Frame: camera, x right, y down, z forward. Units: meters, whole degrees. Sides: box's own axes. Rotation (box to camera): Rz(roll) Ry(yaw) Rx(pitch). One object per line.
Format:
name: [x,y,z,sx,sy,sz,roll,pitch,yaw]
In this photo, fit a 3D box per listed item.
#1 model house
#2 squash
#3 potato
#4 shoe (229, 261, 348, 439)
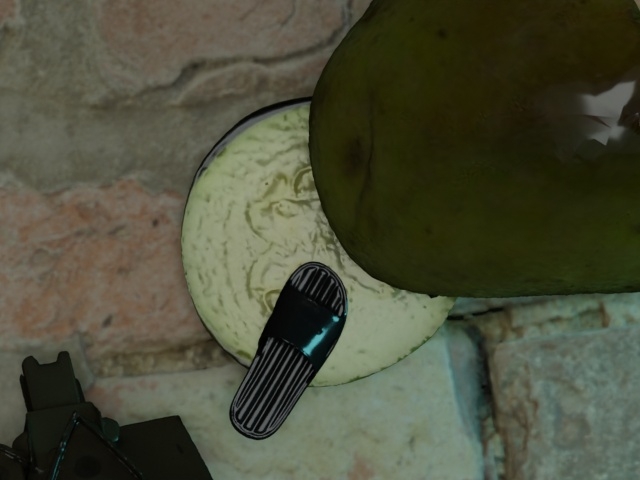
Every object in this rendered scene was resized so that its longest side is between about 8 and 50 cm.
model house: [-0.197,0.198,1.141,0.211,0.204,0.243,-9,64,-19]
squash: [0.000,0.000,1.235,0.252,0.049,0.252,0,87,-1]
potato: [0.124,-0.076,1.098,0.280,0.213,0.330,-19,91,7]
shoe: [-0.026,0.095,1.181,0.062,0.053,0.159,28,90,3]
